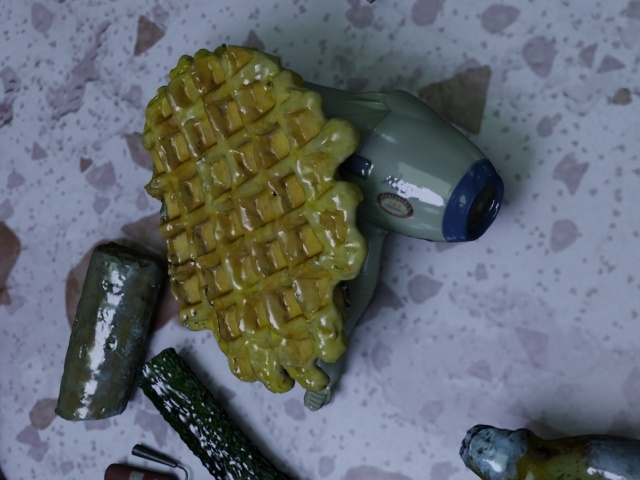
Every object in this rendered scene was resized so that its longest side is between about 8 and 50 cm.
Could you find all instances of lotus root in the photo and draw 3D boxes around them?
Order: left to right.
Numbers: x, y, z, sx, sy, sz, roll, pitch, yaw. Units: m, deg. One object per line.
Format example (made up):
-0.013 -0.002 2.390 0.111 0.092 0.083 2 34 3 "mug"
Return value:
0.260 0.237 0.882 0.322 0.140 0.158 24 80 27 "lotus root"

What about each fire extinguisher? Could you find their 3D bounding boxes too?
-0.166 0.232 1.116 0.100 0.032 0.046 6 56 22 "fire extinguisher"

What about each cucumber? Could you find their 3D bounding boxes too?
-0.102 0.187 1.075 0.187 0.058 0.058 47 104 15 "cucumber"

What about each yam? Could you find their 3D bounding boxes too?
-0.210 0.093 1.111 0.078 0.078 0.179 15 94 22 "yam"

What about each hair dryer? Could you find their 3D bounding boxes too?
-0.011 -0.040 1.035 0.296 0.119 0.298 50 118 23 "hair dryer"

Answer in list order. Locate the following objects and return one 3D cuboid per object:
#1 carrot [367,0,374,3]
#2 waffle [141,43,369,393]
0.061 -0.288 1.040 0.035 0.035 0.142 12 85 22 "carrot"
-0.068 -0.021 1.008 0.307 0.060 0.312 25 116 43 "waffle"
